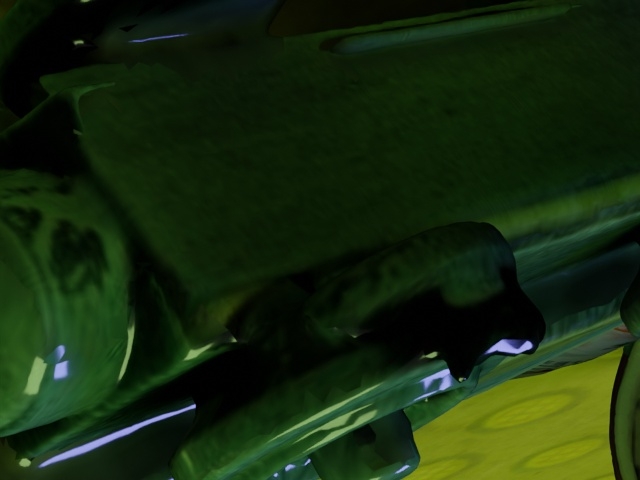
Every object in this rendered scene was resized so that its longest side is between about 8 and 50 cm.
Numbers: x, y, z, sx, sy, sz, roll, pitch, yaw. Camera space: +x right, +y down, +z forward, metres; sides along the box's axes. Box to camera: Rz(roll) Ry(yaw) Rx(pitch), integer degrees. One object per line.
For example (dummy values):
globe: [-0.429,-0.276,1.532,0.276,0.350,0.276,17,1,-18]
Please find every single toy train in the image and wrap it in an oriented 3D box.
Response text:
toy train: [0.000,0.000,0.566,0.237,0.150,0.369,-32,169,40]

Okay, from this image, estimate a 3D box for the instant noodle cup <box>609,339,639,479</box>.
instant noodle cup: [0.287,0.112,1.082,0.251,0.251,0.190,-27,150,28]

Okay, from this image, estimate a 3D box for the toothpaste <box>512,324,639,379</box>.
toothpaste: [0.130,0.030,0.976,0.100,0.066,0.323,-9,165,-20]
